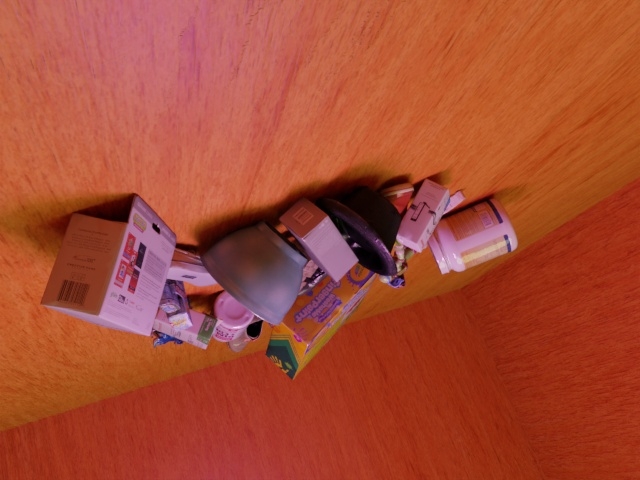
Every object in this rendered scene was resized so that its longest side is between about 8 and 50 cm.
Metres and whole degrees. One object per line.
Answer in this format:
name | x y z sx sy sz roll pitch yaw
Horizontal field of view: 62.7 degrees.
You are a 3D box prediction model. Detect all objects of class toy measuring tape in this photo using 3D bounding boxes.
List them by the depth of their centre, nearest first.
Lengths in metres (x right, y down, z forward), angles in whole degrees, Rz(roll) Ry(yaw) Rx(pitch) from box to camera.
toy measuring tape | 0.367 -0.072 1.877 0.330 0.121 0.121 -35 159 18

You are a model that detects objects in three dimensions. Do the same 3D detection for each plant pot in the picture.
plant pot | -0.162 0.067 1.479 0.196 0.293 0.293 -49 160 1

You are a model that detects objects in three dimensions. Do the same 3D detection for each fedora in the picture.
fedora | 0.138 -0.045 1.523 0.152 0.334 0.334 -48 167 -12

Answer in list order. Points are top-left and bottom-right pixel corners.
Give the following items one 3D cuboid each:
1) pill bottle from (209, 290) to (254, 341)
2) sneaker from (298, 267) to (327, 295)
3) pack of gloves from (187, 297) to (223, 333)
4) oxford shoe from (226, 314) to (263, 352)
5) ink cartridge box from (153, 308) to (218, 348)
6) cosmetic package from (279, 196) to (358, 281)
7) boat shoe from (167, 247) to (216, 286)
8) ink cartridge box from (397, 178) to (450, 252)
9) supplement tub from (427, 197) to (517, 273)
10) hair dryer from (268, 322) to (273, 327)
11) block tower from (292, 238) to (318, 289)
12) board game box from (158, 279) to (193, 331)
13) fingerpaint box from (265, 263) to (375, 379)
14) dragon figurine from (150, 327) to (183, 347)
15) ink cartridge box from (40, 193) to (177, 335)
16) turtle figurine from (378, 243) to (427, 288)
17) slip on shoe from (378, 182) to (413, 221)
pill bottle | -0.365 0.311 2.111 0.160 0.160 0.283 -13 161 -23
sneaker | 0.003 0.076 1.723 0.286 0.109 0.130 -41 -176 -13
pack of gloves | -0.470 0.277 1.991 0.195 0.046 0.232 25 150 -9
oxford shoe | -0.338 0.410 2.338 0.123 0.130 0.348 -8 139 -31
ink cartridge box | -0.492 0.306 1.913 0.208 0.087 0.153 23 152 -8
cosmetic package | 0.000 0.000 1.478 0.107 0.127 0.238 -43 137 -9
boat shoe | -0.368 0.071 1.505 0.096 0.088 0.267 -25 158 26
ink cartridge box | 0.329 -0.075 1.684 0.203 0.086 0.148 -61 161 -2
supplement tub | 0.597 -0.011 2.109 0.316 0.228 0.228 -23 163 9
hair dryer | -0.194 0.357 2.522 0.293 0.080 0.223 -23 167 -50
block tower | -0.090 0.101 1.649 0.335 0.091 0.097 -54 157 4
board game box | -0.431 0.159 1.525 0.060 0.194 0.194 -18 163 -8
fingerpaint box | 0.004 0.270 2.018 0.445 0.163 0.371 -43 165 -31
dragon figurine | -0.623 0.381 2.164 0.144 0.085 0.289 -14 162 -20
ink cartridge box | -0.466 0.059 1.218 0.130 0.272 0.309 10 162 5
turtle figurine | 0.285 0.035 2.115 0.266 0.275 0.198 -32 150 -39
slip on shoe | 0.229 -0.088 1.678 0.123 0.101 0.331 -14 160 -13
